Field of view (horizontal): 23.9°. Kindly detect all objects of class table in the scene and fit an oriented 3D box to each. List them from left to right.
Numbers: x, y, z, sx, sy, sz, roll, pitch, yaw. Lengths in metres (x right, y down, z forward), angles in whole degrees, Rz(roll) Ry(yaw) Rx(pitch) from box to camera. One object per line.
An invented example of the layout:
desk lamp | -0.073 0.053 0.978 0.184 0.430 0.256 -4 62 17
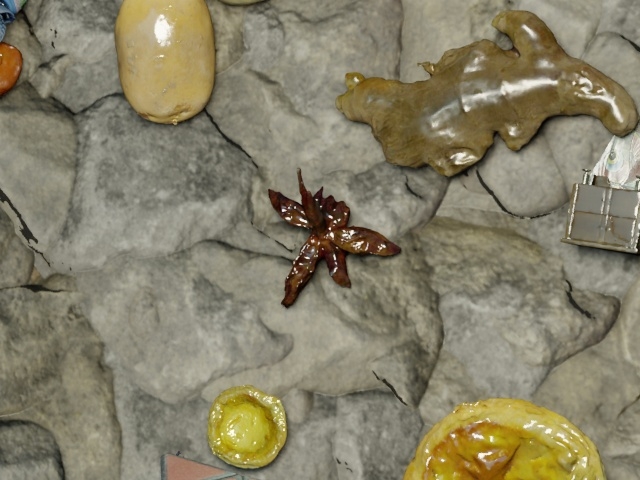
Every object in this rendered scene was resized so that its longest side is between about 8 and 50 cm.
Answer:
table | 0.313 -0.030 1.617 0.083 0.070 0.082 9 90 25

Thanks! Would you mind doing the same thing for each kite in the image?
kite | 0.397 -0.033 1.627 0.229 0.016 0.127 22 96 24

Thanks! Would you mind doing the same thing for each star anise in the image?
star anise | -0.007 -0.008 1.707 0.158 0.144 0.140 -18 87 17

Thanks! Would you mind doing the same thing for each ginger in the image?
ginger | 0.174 -0.163 1.684 0.333 0.080 0.166 -13 92 22

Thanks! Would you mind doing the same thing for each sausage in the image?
sausage | -0.460 -0.214 1.926 0.179 0.089 0.089 -2 84 23

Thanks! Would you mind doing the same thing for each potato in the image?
potato | -0.186 -0.227 1.809 0.109 0.118 0.178 13 107 59

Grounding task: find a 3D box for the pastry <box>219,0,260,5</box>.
pastry | -0.091 -0.359 1.795 0.156 0.092 0.156 0 89 14

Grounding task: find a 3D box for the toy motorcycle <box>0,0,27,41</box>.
toy motorcycle | -0.452 -0.338 1.918 0.135 0.092 0.254 -32 62 -19

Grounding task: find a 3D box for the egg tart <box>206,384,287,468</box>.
egg tart | -0.083 0.218 1.764 0.105 0.039 0.105 -2 84 20

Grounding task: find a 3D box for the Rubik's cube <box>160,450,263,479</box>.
Rubik's cube | -0.087 0.370 1.699 0.228 0.229 0.233 37 57 -16

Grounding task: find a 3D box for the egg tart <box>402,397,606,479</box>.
egg tart | 0.205 0.286 1.618 0.241 0.106 0.241 -2 86 23
